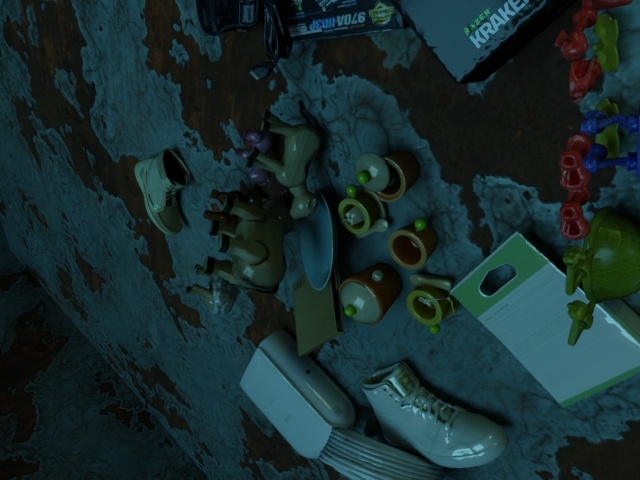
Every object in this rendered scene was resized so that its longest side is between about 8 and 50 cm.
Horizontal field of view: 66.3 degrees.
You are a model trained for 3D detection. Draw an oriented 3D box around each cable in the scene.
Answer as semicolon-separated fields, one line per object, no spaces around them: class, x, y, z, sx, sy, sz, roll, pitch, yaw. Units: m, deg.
cable;0.129;0.467;1.021;0.257;0.089;0.257;29;161;-23

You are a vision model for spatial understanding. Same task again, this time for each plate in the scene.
plate;0.000;0.000;0.926;0.188;0.024;0.188;177;90;-71

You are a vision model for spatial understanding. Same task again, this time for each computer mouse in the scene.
computer mouse;-0.119;-0.358;0.809;0.262;0.060;0.184;12;117;53

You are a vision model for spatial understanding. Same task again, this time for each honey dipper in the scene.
honey dipper;0.127;0.391;1.110;0.030;0.030;0.160;32;133;27

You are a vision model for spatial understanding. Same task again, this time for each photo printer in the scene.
photo printer;-0.057;0.406;1.244;0.307;0.107;0.256;44;139;14

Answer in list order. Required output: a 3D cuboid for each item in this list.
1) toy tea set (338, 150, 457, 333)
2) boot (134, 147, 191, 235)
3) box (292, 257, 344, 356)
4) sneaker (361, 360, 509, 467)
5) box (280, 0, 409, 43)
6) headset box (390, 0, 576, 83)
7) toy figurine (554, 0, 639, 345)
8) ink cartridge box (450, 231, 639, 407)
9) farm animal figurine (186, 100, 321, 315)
toy tea set;0.096;0.017;0.817;0.200;0.124;0.336;2;117;45
boot;-0.384;-0.119;1.249;0.165;0.077;0.213;-8;106;46
box;-0.009;0.134;0.998;0.201;0.021;0.164;133;136;-55
sneaker;0.195;0.321;0.935;0.292;0.108;0.169;-14;108;50
box;0.026;-0.377;0.682;0.220;0.051;0.175;12;123;40
headset box;0.157;-0.344;0.470;0.246;0.131;0.283;-39;85;34
toy figurine;0.362;-0.059;0.462;0.217;0.191;0.362;5;120;38
ink cartridge box;0.327;0.108;0.702;0.235;0.056;0.171;48;139;15
farm animal figurine;-0.101;-0.041;0.918;0.172;0.326;0.330;20;149;-23
